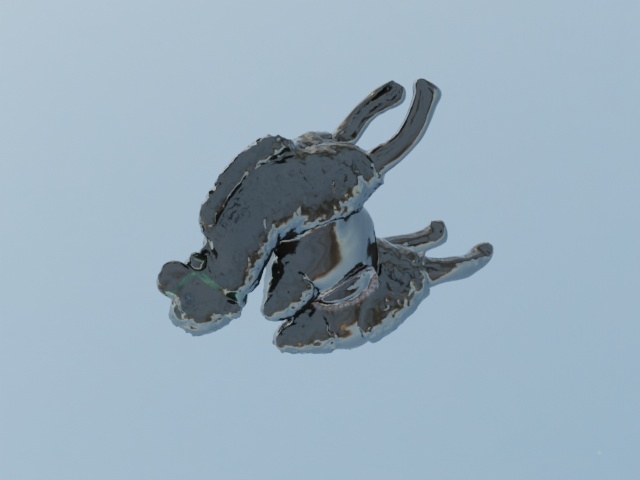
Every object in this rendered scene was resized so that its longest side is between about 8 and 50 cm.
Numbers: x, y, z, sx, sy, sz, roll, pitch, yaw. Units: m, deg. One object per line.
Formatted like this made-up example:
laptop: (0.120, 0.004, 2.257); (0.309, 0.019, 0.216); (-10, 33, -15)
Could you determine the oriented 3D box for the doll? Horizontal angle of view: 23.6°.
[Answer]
doll: (0.000, 0.000, 0.724); (0.165, 0.139, 0.057); (-36, -137, -20)
